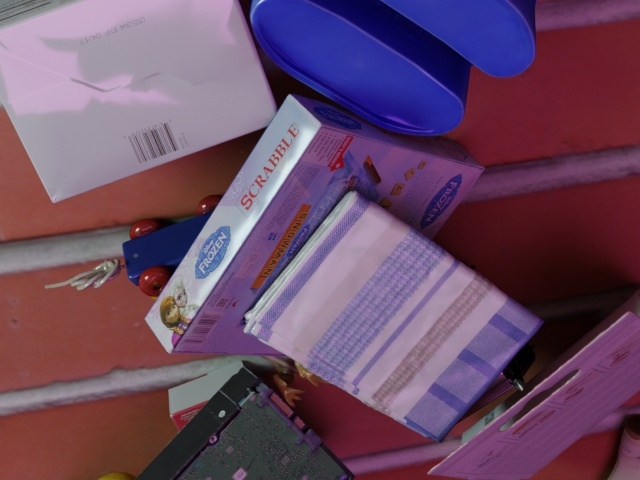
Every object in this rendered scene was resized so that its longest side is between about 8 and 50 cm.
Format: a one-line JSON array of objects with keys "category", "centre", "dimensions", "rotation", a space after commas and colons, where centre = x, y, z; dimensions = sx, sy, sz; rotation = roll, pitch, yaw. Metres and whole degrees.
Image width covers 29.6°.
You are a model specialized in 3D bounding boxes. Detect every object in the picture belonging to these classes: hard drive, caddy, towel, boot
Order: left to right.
[{"category": "hard drive", "centre": [-0.139, 0.355, 1.547], "dimensions": [0.339, 0.064, 0.237], "rotation": [-47, 126, -9]}, {"category": "towel", "centre": [0.083, 0.091, 1.367], "dimensions": [0.285, 0.034, 0.209], "rotation": [33, 107, -17]}, {"category": "caddy", "centre": [0.079, -0.273, 1.289], "dimensions": [0.341, 0.179, 0.241], "rotation": [28, 133, -27]}, {"category": "boot", "centre": [0.529, 0.351, 1.805], "dimensions": [0.213, 0.077, 0.165], "rotation": [10, 117, -11]}]

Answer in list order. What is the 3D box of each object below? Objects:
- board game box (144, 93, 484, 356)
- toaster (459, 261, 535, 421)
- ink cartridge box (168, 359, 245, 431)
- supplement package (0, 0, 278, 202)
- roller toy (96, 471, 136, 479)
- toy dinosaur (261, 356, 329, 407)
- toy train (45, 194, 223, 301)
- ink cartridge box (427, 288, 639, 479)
[{"category": "board game box", "centre": [0.000, 0.000, 1.412], "dimensions": [0.318, 0.066, 0.318], "rotation": [10, 122, -50]}, {"category": "toaster", "centre": [0.176, 0.126, 1.509], "dimensions": [0.110, 0.186, 0.168], "rotation": [-39, 84, 17]}, {"category": "ink cartridge box", "centre": [-0.124, 0.250, 1.617], "dimensions": [0.109, 0.063, 0.150], "rotation": [-22, 122, 1]}, {"category": "supplement package", "centre": [-0.203, -0.195, 1.290], "dimensions": [0.262, 0.145, 0.204], "rotation": [-19, 122, 0]}, {"category": "roller toy", "centre": [-0.273, 0.424, 1.640], "dimensions": [0.191, 0.146, 0.209], "rotation": [-42, 128, 4]}, {"category": "toy dinosaur", "centre": [-0.047, 0.155, 1.561], "dimensions": [0.211, 0.112, 0.064], "rotation": [17, 111, -28]}, {"category": "toy train", "centre": [-0.192, 0.055, 1.475], "dimensions": [0.248, 0.105, 0.143], "rotation": [-20, 135, 0]}, {"category": "ink cartridge box", "centre": [0.297, 0.180, 1.535], "dimensions": [0.308, 0.091, 0.385], "rotation": [-42, 154, 14]}]
